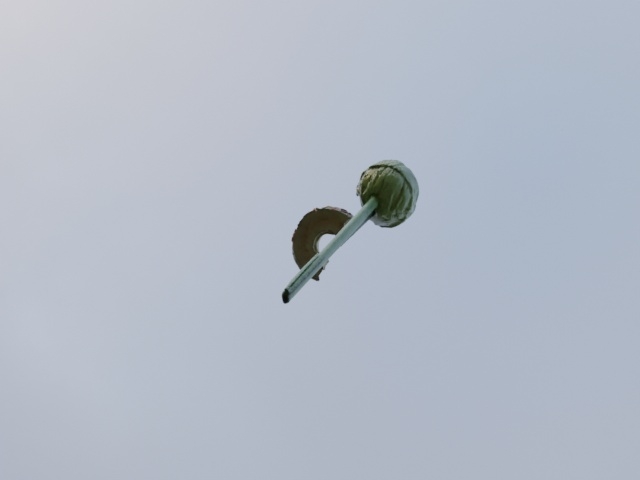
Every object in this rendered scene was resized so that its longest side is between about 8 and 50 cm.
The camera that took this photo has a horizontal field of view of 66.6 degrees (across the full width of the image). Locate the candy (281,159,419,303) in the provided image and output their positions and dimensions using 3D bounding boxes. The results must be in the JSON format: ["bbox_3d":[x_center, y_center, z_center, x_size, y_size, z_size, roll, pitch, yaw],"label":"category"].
[{"bbox_3d":[0.041,-0.015,0.605,0.092,0.335,0.093,41,-50,4],"label":"candy"}]

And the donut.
[{"bbox_3d":[-0.002,-0.005,1.052,0.108,0.065,0.165,32,-82,19],"label":"donut"}]
